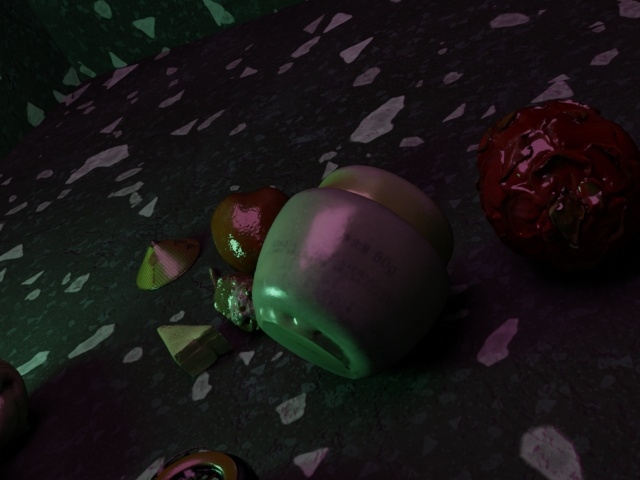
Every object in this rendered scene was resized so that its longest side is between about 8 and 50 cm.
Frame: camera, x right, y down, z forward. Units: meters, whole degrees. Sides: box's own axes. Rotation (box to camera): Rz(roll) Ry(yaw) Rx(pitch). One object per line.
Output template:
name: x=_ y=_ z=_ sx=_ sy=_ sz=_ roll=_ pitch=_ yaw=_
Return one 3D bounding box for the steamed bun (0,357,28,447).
steamed bun: x=-0.720 y=0.362 z=2.024 sx=0.218 sy=0.144 sz=0.211 roll=-14 pitch=74 yaw=27

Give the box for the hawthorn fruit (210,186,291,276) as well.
hawthorn fruit: x=-0.131 y=0.000 z=1.996 sx=0.199 sy=0.199 sz=0.251 roll=-29 pitch=42 yaw=5

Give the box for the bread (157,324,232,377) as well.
bread: x=-0.261 y=0.201 z=1.895 sx=0.105 sy=0.077 sz=0.152 roll=-40 pitch=32 yaw=-6

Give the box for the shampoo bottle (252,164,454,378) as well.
shampoo bottle: x=0.054 y=0.058 z=1.557 sx=0.322 sy=0.322 sz=0.317 roll=1 pitch=49 yaw=46

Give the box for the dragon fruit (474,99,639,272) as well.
dragon fruit: x=0.394 y=-0.093 z=1.525 sx=0.277 sy=0.277 sz=0.342 roll=-25 pitch=25 yaw=13

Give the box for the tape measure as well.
tape measure: x=-0.185 y=0.422 z=1.416 sx=0.223 sy=0.135 sz=0.202 roll=6 pitch=36 yaw=46

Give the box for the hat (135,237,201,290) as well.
hat: x=-0.398 y=0.032 z=2.302 sx=0.193 sy=0.082 sz=0.193 roll=-23 pitch=28 yaw=13

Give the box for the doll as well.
doll: x=-0.165 y=0.121 z=1.901 sx=0.115 sy=0.105 sz=0.221 roll=-4 pitch=11 yaw=-34
